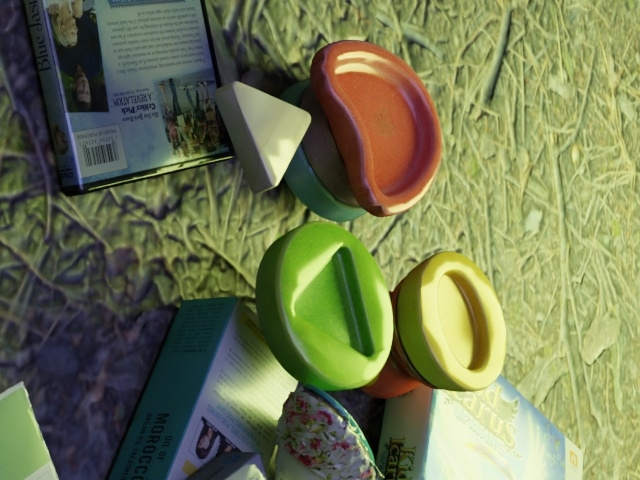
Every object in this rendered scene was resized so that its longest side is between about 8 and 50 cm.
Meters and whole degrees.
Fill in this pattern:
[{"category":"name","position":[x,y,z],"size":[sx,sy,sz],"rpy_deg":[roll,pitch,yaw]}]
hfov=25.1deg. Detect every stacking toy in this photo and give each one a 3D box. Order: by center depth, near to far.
[{"category":"stacking toy","position":[0.000,0.000,1.193],"size":[0.279,0.130,0.309],"rpy_deg":[-8,80,-50]}]

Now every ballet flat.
[{"category":"ballet flat","position":[0.003,0.187,1.124],"size":[0.077,0.091,0.241],"rpy_deg":[-50,157,-14]}]

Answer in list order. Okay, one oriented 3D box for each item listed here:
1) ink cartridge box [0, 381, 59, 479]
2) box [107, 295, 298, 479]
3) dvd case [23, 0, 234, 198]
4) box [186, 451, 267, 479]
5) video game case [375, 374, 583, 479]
[{"category":"ink cartridge box","position":[-0.219,0.232,0.908],"size":[0.171,0.056,0.235],"rpy_deg":[-34,109,-50]},{"category":"box","position":[-0.096,0.170,1.073],"size":[0.100,0.060,0.244],"rpy_deg":[49,49,-38]},{"category":"dvd case","position":[-0.150,-0.171,1.086],"size":[0.180,0.022,0.253],"rpy_deg":[-18,99,-53]},{"category":"box","position":[-0.072,0.264,1.009],"size":[0.145,0.038,0.186],"rpy_deg":[-31,111,-50]},{"category":"video game case","position":[0.152,0.245,1.340],"size":[0.269,0.061,0.244],"rpy_deg":[42,42,-35]}]
